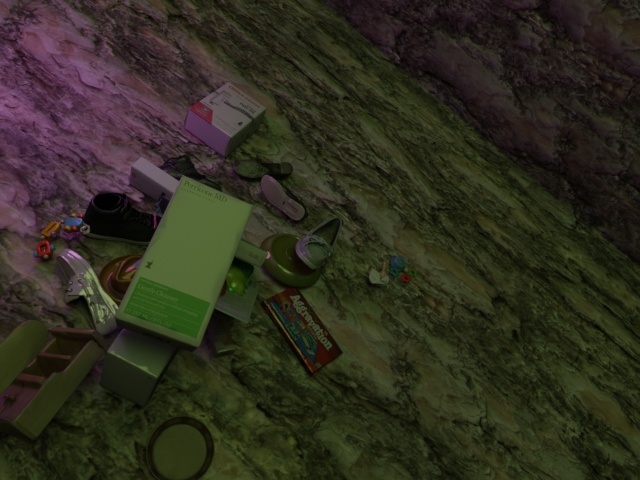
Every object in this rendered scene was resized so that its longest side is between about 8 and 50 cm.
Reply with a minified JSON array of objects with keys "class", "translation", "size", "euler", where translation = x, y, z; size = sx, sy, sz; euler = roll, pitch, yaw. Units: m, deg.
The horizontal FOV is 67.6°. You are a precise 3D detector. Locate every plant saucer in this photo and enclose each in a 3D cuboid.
[{"class":"plant saucer","translation":[-0.355,0.534,1.213],"size":[0.168,0.029,0.169],"euler":[15,50,-19]},{"class":"plant saucer","translation":[-0.098,0.059,1.705],"size":[0.240,0.037,0.241],"euler":[19,42,-18]}]

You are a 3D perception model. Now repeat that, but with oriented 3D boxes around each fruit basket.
[{"class":"fruit basket","translation":[-0.337,0.114,1.376],"size":[0.326,0.166,0.353],"euler":[28,14,-8]}]

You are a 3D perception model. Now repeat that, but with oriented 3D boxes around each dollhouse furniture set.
[{"class":"dollhouse furniture set","translation":[-0.701,0.201,1.033],"size":[0.394,0.361,0.257],"euler":[65,35,-33]}]

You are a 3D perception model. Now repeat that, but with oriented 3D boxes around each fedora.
[{"class":"fedora","translation":[-0.551,0.104,1.407],"size":[0.194,0.079,0.195],"euler":[15,50,-18]}]

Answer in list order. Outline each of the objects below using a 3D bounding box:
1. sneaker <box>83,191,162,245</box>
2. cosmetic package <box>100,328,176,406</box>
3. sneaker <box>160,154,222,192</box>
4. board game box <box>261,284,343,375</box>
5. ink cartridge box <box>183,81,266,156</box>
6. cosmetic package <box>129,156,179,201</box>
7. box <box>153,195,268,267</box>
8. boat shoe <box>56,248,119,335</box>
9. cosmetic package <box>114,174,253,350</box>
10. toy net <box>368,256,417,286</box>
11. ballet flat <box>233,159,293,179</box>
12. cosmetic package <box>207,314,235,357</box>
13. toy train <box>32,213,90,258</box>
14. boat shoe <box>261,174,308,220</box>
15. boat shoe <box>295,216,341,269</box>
[{"class":"sneaker","translation":[-0.577,-0.070,1.483],"size":[0.295,0.147,0.105],"euler":[4,52,-28]},{"class":"cosmetic package","translation":[-0.441,0.271,1.237],"size":[0.138,0.224,0.225],"euler":[28,46,-7]},{"class":"sneaker","translation":[-0.457,-0.238,1.722],"size":[0.227,0.087,0.130],"euler":[17,55,-10]},{"class":"board game box","translation":[-0.060,0.288,1.572],"size":[0.145,0.027,0.281],"euler":[-23,68,-41]},{"class":"ink cartridge box","translation":[-0.383,-0.499,1.947],"size":[0.207,0.117,0.283],"euler":[34,46,0]},{"class":"cosmetic package","translation":[-0.530,-0.173,1.623],"size":[0.239,0.099,0.060],"euler":[33,46,-2]},{"class":"box","translation":[-0.338,-0.029,1.462],"size":[0.322,0.059,0.232],"euler":[25,-4,43]},{"class":"boat shoe","translation":[-0.653,0.142,1.308],"size":[0.277,0.098,0.096],"euler":[48,47,10]},{"class":"cosmetic package","translation":[-0.319,0.058,1.144],"size":[0.196,0.155,0.366],"euler":[22,67,-13]},{"class":"toy net","translation":[0.272,0.138,1.865],"size":[0.232,0.045,0.122],"euler":[-24,71,-38]},{"class":"ballet flat","translation":[-0.230,-0.280,1.911],"size":[0.249,0.058,0.084],"euler":[-6,80,-26]},{"class":"cosmetic package","translation":[-0.300,0.286,1.430],"size":[0.060,0.041,0.115],"euler":[-5,58,-32]},{"class":"toy train","translation":[-0.749,-0.008,1.391],"size":[0.166,0.046,0.125],"euler":[-29,57,-14]},{"class":"boat shoe","translation":[-0.140,-0.166,1.860],"size":[0.233,0.084,0.079],"euler":[43,24,12]},{"class":"boat shoe","translation":[0.002,0.001,1.719],"size":[0.118,0.103,0.320],"euler":[42,26,0]}]
